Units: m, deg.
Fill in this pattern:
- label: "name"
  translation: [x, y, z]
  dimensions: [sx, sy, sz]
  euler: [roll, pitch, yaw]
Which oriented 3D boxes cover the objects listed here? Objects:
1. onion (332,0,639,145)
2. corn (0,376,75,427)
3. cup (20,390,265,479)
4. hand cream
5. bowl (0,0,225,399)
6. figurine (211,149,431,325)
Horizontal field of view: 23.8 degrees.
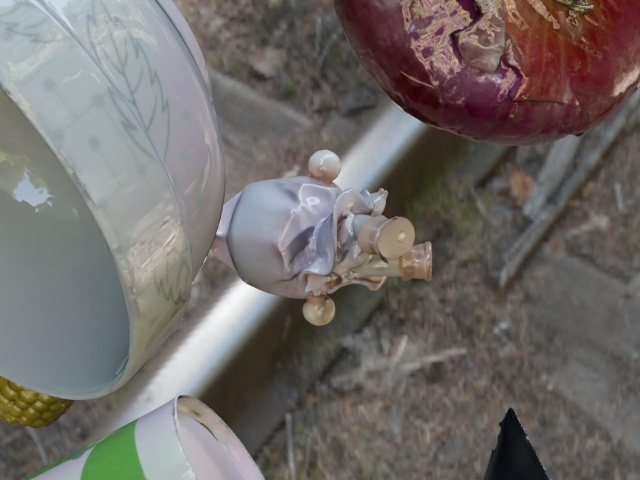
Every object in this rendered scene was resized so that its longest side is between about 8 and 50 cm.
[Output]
- label: "onion"
  translation: [0.162, -0.247, 1.499]
  dimensions: [0.348, 0.285, 0.347]
  euler: [5, 73, -18]
- label: "corn"
  translation: [-0.229, 0.040, 1.499]
  dimensions: [0.120, 0.120, 0.363]
  euler: [51, 118, 31]
- label: "cup"
  translation: [-0.194, 0.301, 1.492]
  dimensions: [0.274, 0.253, 0.253]
  euler: [-34, 56, 11]
- label: "hand cream"
  translation: [0.166, 0.264, 1.330]
  dimensions: [0.061, 0.270, 0.120]
  euler: [-11, 53, -18]
- label: "bowl"
  translation: [-0.161, -0.068, 0.798]
  dimensions: [0.287, 0.287, 0.144]
  euler: [27, 54, 23]
- label: "figurine"
  translation: [-0.001, 0.000, 1.691]
  dimensions: [0.276, 0.133, 0.200]
  euler: [6, 97, 41]
